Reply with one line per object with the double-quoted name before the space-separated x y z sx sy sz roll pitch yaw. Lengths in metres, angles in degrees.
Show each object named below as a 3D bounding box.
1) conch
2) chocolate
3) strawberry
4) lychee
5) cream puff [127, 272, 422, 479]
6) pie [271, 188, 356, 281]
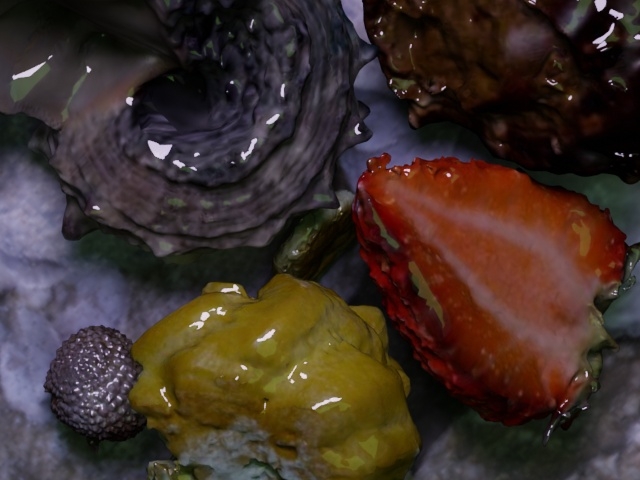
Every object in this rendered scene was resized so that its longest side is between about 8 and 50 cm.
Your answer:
"conch" -0.104 -0.106 1.183 0.313 0.186 0.240 31 100 -39
"chocolate" 0.117 -0.136 1.220 0.177 0.206 0.224 -6 108 -4
"strawberry" 0.093 0.036 1.272 0.228 0.098 0.174 17 79 -31
"lychee" -0.141 0.096 1.255 0.067 0.068 0.083 -13 105 -56
"cream puff" -0.018 0.112 1.234 0.195 0.195 0.221 -8 122 -15
"pie" 0.000 0.000 1.272 0.020 0.084 0.084 41 87 16
